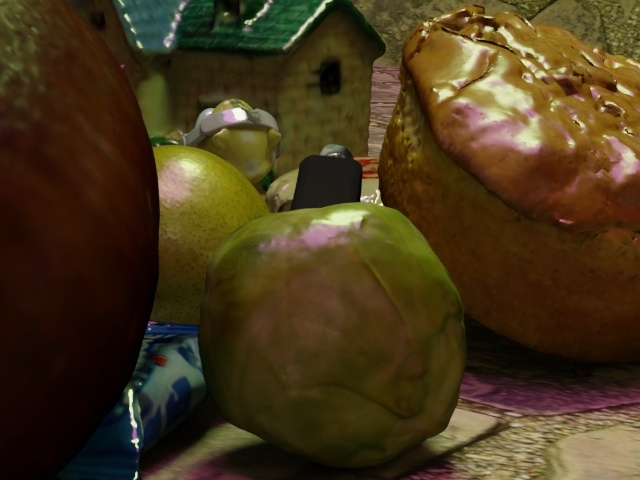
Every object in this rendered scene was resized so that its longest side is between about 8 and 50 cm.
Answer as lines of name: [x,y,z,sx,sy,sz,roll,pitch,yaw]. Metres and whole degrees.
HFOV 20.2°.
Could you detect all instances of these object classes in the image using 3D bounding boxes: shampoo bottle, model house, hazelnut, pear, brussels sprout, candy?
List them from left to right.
hazelnut: [-0.305,-0.009,1.186,0.402,0.402,0.429,4,47,6]
candy: [-0.162,0.117,1.397,0.187,0.077,0.331,4,15,19]
pear: [-0.140,0.004,1.659,0.198,0.198,0.198,2,12,-1]
model house: [-0.142,-0.214,2.304,0.382,0.343,0.334,13,14,38]
shampoo bottle: [0.000,-0.001,1.683,0.071,0.098,0.309,2,32,4]
brussels sprout: [0.009,0.072,1.364,0.223,0.223,0.161,-4,-20,-29]

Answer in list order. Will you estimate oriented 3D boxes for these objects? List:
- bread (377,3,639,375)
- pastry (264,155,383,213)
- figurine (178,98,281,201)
bread: [0.233,-0.064,1.719,0.398,0.215,0.398,20,26,-11]
pastry: [0.063,-0.015,1.930,0.265,0.133,0.265,-1,14,0]
figurine: [-0.102,-0.063,2.039,0.128,0.184,0.208,-4,56,-25]
